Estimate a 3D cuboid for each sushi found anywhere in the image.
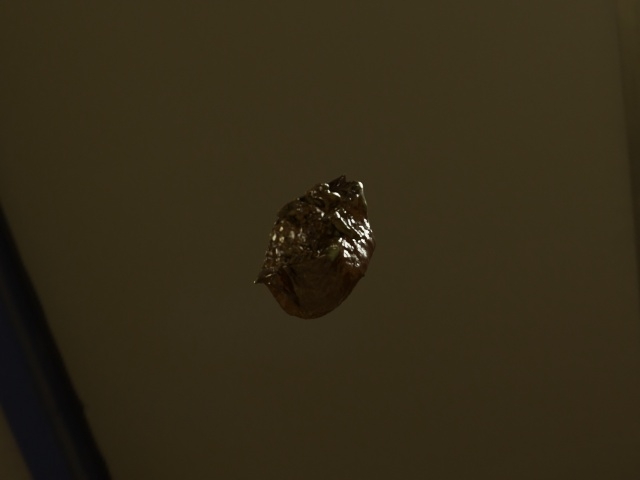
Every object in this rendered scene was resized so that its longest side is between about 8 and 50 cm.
[{"bbox_3d":[-0.003,0.001,0.806,0.061,0.118,0.060,-24,-70,16],"label":"sushi"}]
